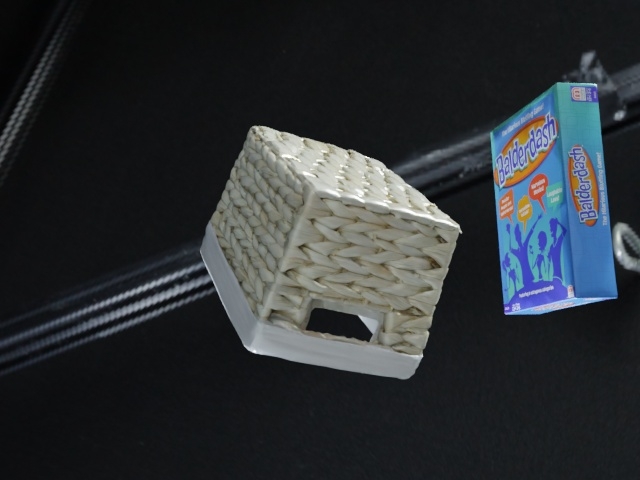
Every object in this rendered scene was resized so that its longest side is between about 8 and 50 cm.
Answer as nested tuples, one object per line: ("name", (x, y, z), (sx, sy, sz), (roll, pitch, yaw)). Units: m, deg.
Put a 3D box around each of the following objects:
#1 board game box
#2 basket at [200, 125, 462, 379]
("board game box", (0.233, -0.035, 0.888), (0.047, 0.160, 0.210), (0, -101, -12))
("basket", (0.000, 0.000, 0.556), (0.167, 0.113, 0.103), (-131, -123, -63))
